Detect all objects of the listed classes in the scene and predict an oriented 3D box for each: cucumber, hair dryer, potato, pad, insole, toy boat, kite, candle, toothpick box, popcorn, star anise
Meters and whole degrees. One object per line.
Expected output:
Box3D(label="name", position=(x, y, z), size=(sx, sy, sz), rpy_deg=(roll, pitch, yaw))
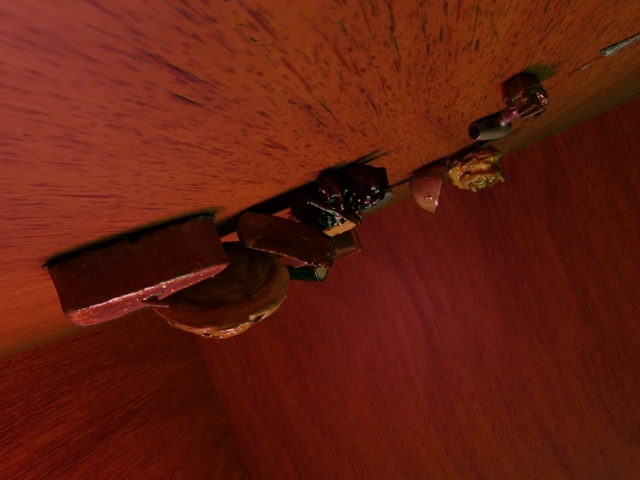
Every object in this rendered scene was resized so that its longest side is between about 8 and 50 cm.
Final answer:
Box3D(label="cucumber", position=(-0.099, 0.131, 1.811), size=(0.243, 0.063, 0.115), rpy_deg=(2, -179, 21))
Box3D(label="hair dryer", position=(0.420, -0.285, 1.003), size=(0.106, 0.054, 0.154), rpy_deg=(-16, 164, -32))
Box3D(label="potato", position=(0.367, -0.189, 1.541), size=(0.117, 0.182, 0.202), rpy_deg=(9, -165, 13))
Box3D(label="pad", position=(0.372, -0.250, 1.692), size=(0.211, 0.003, 0.143), rpy_deg=(-25, 177, 31))
Box3D(label="insole", position=(0.473, -0.277, 1.463), size=(0.152, 0.002, 0.053), rpy_deg=(-44, 170, 18))
Box3D(label="toy boat", position=(0.374, -0.253, 0.806), size=(0.064, 0.072, 0.206), rpy_deg=(-27, 177, 37))
Box3D(label="kite", position=(0.564, -0.365, 0.868), size=(0.156, 0.011, 0.139), rpy_deg=(-25, 174, 42))
Box3D(label="candle", position=(-0.329, 0.070, 0.786), size=(0.316, 0.132, 0.287), rpy_deg=(-25, 175, 16))
Box3D(label="toothpick box", position=(0.000, 0.000, 1.769), size=(0.190, 0.188, 0.308), rpy_deg=(-23, 174, 30))
Box3D(label="popcorn", position=(0.543, -0.249, 1.563), size=(0.197, 0.156, 0.197), rpy_deg=(-10, 179, 0))
Box3D(label="star anise", position=(0.048, -0.084, 0.948), size=(0.220, 0.126, 0.190), rpy_deg=(-25, -178, -19))

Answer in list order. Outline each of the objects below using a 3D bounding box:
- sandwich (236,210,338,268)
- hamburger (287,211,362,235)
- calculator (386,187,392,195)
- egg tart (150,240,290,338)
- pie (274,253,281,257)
Box3D(label="sandwich", position=(-0.068, -0.002, 1.024), size=(0.226, 0.087, 0.251), rpy_deg=(15, 178, 2))
Box3D(label="hamburger", position=(0.015, -0.063, 1.237), size=(0.213, 0.108, 0.214), rpy_deg=(-24, 177, -1))
Box3D(label="calculator", position=(0.194, -0.151, 1.750), size=(0.185, 0.042, 0.299), rpy_deg=(-23, 176, -4))
Box3D(label="egg tart", position=(-0.237, 0.122, 1.048), size=(0.340, 0.129, 0.341), rpy_deg=(3, -145, -2))
Box3D(label="pie", position=(-0.288, 0.090, 1.881), size=(0.288, 0.103, 0.354), rpy_deg=(-24, -179, 24))
